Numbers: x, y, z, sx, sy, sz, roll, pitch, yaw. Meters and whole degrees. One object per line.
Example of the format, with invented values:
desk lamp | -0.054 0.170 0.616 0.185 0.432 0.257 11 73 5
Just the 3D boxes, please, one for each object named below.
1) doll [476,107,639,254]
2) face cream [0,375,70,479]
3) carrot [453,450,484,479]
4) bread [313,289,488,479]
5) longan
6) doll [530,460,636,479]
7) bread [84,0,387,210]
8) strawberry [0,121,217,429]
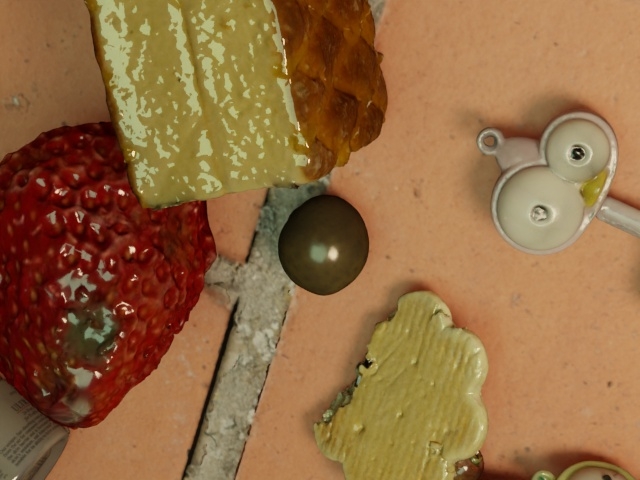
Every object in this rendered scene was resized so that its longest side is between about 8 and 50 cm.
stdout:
doll | 0.316 -0.016 1.226 0.365 0.094 0.160 28 112 8
face cream | -0.421 0.262 1.535 0.153 0.177 0.177 37 116 3
carrot | 0.087 0.295 1.432 0.248 0.059 0.059 -34 94 29
bread | 0.099 0.187 1.365 0.182 0.039 0.251 45 118 26
longan | 0.000 0.000 1.347 0.119 0.106 0.106 53 126 45
doll | 0.359 0.311 1.293 0.296 0.141 0.117 25 150 9
bread | -0.073 -0.201 1.208 0.207 0.279 0.279 -7 102 24
strawberry | -0.264 0.029 1.334 0.291 0.310 0.292 8 115 19
